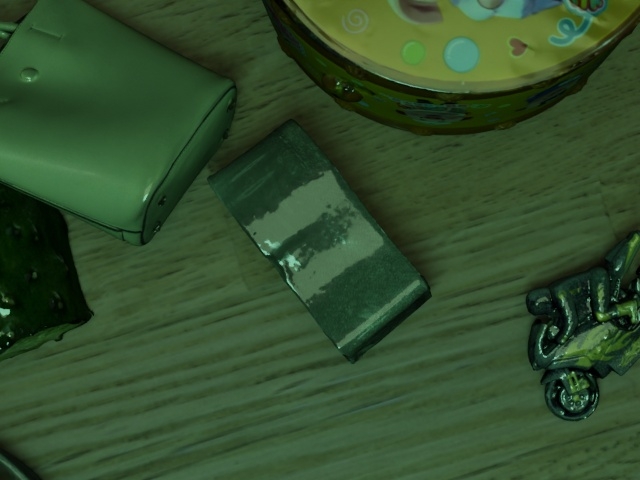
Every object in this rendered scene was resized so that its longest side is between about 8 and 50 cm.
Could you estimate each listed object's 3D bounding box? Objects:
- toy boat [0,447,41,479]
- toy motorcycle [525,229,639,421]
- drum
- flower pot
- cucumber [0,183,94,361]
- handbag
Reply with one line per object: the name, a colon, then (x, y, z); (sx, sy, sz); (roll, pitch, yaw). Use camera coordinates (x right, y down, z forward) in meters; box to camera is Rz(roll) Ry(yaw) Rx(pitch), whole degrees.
toy boat: (-0.310, 0.272, 1.085); (0.111, 0.293, 0.276); (-45, 100, -2)
toy motorcycle: (0.263, 0.075, 1.173); (0.124, 0.061, 0.193); (37, 94, -2)
drum: (0.130, -0.318, 1.143); (0.431, 0.214, 0.431); (0, 83, 1)
flower pot: (0.000, 0.000, 1.168); (0.108, 0.103, 0.229); (-37, 83, -3)
cucumber: (-0.344, -0.039, 1.185); (0.145, 0.105, 0.325); (-21, 81, 0)
handbag: (-0.254, -0.144, 1.162); (0.315, 0.109, 0.241); (29, 55, 3)
